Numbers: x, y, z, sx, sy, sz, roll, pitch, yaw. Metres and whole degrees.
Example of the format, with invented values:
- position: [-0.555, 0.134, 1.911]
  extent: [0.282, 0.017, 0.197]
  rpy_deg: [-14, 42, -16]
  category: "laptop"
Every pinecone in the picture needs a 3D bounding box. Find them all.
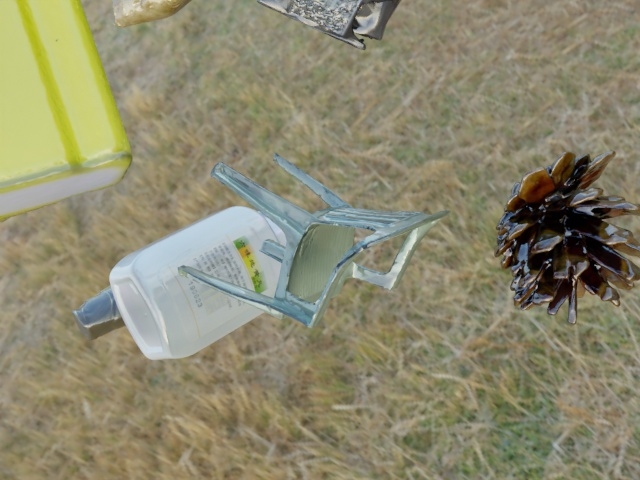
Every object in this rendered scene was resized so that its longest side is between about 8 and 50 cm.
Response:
- position: [0.329, 0.001, 1.266]
  extent: [0.202, 0.229, 0.201]
  rpy_deg: [-12, 61, 5]
  category: "pinecone"

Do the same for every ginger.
- position: [-0.174, -0.319, 1.167]
  extent: [0.190, 0.069, 0.095]
  rpy_deg: [-39, 11, -8]
  category: "ginger"

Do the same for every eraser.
- position: [-0.220, -0.118, 0.571]
  extent: [0.069, 0.158, 0.226]
  rpy_deg: [-29, 79, 64]
  category: "eraser"

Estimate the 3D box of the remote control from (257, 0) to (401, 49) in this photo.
- position: [0.078, -0.331, 0.747]
  extent: [0.062, 0.145, 0.399]
  rpy_deg: [-82, 17, -48]
  category: "remote control"

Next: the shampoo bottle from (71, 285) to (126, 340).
- position: [-0.259, 0.067, 1.679]
  extent: [0.350, 0.084, 0.125]
  rpy_deg: [-27, 50, -19]
  category: "shampoo bottle"

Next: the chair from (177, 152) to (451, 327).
- position: [0.000, 0.000, 1.185]
  extent: [0.275, 0.203, 0.190]
  rpy_deg: [26, 114, 25]
  category: "chair"

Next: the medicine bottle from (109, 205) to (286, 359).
- position: [-0.162, 0.051, 1.544]
  extent: [0.324, 0.179, 0.124]
  rpy_deg: [-30, 9, -36]
  category: "medicine bottle"
